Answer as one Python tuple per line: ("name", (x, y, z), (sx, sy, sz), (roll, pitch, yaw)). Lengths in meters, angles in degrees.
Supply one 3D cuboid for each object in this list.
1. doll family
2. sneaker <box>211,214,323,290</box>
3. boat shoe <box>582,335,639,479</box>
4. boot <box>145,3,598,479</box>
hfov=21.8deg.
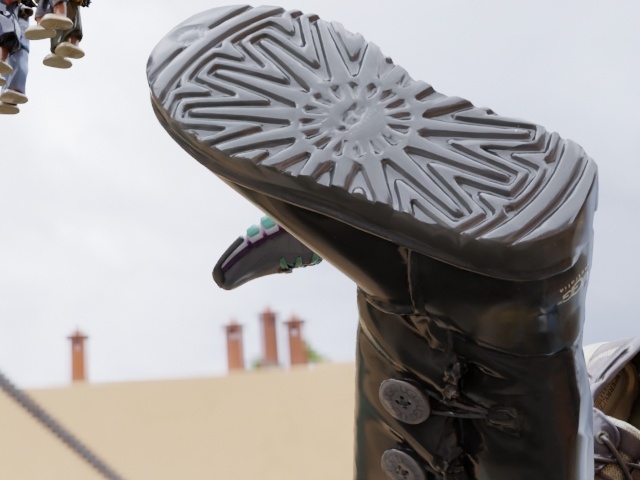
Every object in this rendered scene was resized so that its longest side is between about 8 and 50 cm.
("doll family", (-0.217, -0.175, 1.246), (0.076, 0.111, 0.193), (13, -28, -40))
("sneaker", (0.000, 0.000, 1.642), (0.223, 0.098, 0.083), (-36, -8, 7))
("boat shoe", (0.249, 0.187, 1.462), (0.103, 0.285, 0.092), (40, -45, -12))
("boot", (0.045, 0.073, 1.249), (0.146, 0.367, 0.445), (-40, -37, -26))
